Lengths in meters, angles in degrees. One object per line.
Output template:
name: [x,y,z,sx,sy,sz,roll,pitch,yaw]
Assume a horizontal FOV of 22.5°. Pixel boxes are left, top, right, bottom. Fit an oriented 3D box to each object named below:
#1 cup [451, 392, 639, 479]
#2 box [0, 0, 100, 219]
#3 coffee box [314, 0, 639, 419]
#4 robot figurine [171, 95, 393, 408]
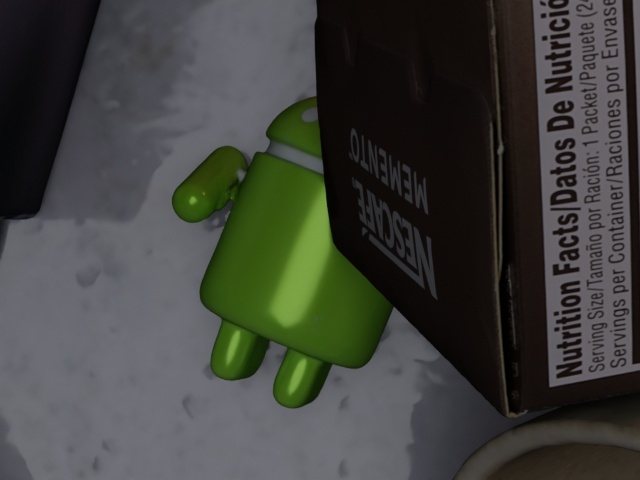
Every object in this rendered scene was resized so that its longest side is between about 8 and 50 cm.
cup: [0.225,0.148,0.469,0.237,0.331,0.331,-27,90,-23]
box: [-0.265,-0.154,0.458,0.395,0.293,0.212,16,91,1]
coffee box: [0.160,-0.054,0.469,0.297,0.168,0.118,-9,108,-12]
robot figurine: [0.000,0.000,0.569,0.101,0.067,0.115,23,91,11]
